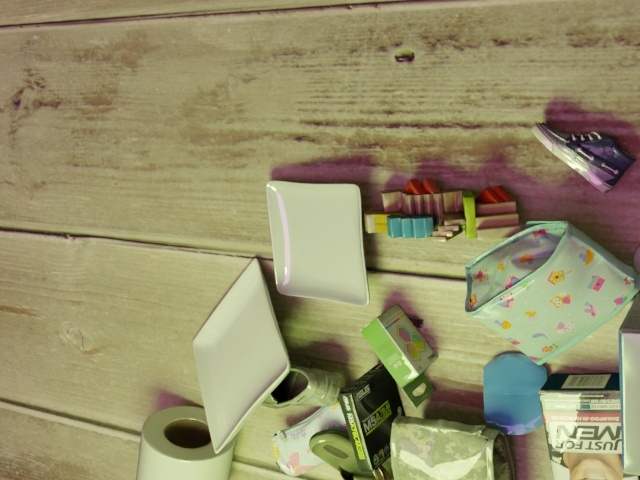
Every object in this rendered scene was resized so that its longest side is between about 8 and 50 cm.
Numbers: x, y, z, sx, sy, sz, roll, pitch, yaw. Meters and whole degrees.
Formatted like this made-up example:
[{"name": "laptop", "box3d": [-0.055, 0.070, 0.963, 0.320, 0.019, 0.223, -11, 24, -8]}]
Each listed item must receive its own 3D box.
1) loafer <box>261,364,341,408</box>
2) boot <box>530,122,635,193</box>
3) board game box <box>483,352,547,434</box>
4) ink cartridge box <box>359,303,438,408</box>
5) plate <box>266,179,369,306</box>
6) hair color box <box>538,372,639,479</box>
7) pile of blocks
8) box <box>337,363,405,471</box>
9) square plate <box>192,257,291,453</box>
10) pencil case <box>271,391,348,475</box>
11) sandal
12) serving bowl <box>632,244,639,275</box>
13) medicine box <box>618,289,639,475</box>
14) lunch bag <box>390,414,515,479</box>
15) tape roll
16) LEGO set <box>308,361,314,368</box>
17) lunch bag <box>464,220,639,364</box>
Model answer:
[{"name": "loafer", "box3d": [-0.085, 0.343, 2.007, 0.319, 0.111, 0.112, -14, 62, 48]}, {"name": "boot", "box3d": [0.496, -0.181, 1.593, 0.190, 0.069, 0.086, 40, 113, 6]}, {"name": "board game box", "box3d": [0.413, 0.324, 1.774, 0.133, 0.033, 0.169, -5, 76, 22]}, {"name": "ink cartridge box", "box3d": [0.190, 0.252, 1.858, 0.062, 0.109, 0.209, -41, 81, 33]}, {"name": "plate", "box3d": [0.000, 0.000, 1.921, 0.277, 0.045, 0.278, 5, 106, 39]}, {"name": "hair color box", "box3d": [0.562, 0.447, 1.694, 0.173, 0.105, 0.347, -7, 100, 32]}, {"name": "pile of blocks", "box3d": [0.234, -0.068, 1.721, 0.362, 0.149, 0.113, 0, 104, 31]}, {"name": "box", "box3d": [0.123, 0.393, 1.888, 0.045, 0.190, 0.184, -10, 97, 34]}, {"name": "square plate", "box3d": [-0.191, 0.278, 2.040, 0.347, 0.049, 0.344, -52, 39, 30]}, {"name": "pencil case", "box3d": [0.004, 0.462, 2.022, 0.273, 0.113, 0.124, -37, 87, 32]}, {"name": "sandal", "box3d": [0.099, 0.535, 1.940, 0.302, 0.086, 0.120, 29, 123, -20]}, {"name": "serving bowl", "box3d": [0.630, 0.041, 1.589, 0.083, 0.027, 0.083, 8, 107, 29]}, {"name": "medicine box", "box3d": [0.628, 0.240, 1.488, 0.149, 0.289, 0.264, 0, 103, 28]}, {"name": "lunch bag", "box3d": [0.289, 0.502, 1.821, 0.235, 0.169, 0.287, 3, 116, 30]}, {"name": "tape roll", "box3d": [-0.350, 0.567, 2.183, 0.246, 0.246, 0.169, 21, 112, 24]}, {"name": "LEGO set", "box3d": [-0.028, 0.341, 2.061, 0.054, 0.023, 0.083, -17, 94, 33]}, {"name": "lunch bag", "box3d": [0.437, 0.083, 1.594, 0.223, 0.160, 0.262, 34, 128, -22]}]
